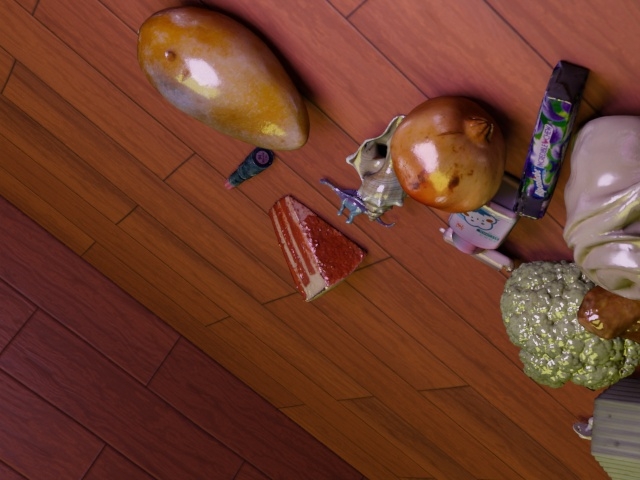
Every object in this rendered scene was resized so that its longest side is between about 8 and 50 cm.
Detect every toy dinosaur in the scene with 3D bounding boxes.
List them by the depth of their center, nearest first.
[{"bbox_3d":[0.078,-0.078,1.856,0.197,0.045,0.080,33,142,8],"label":"toy dinosaur"}]

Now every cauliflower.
[{"bbox_3d":[0.518,0.164,1.666,0.272,0.275,0.250,-16,168,24],"label":"cauliflower"}]

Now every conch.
[{"bbox_3d":[0.124,-0.144,1.655,0.137,0.114,0.233,8,109,22],"label":"conch"}]

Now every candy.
[{"bbox_3d":[0.381,-0.158,1.372,0.061,0.088,0.312,19,149,15],"label":"candy"}]

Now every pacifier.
[{"bbox_3d":[0.695,0.479,2.120,0.083,0.068,0.064,14,117,-2],"label":"pacifier"}]

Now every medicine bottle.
[{"bbox_3d":[0.319,-0.049,1.602,0.119,0.094,0.188,30,152,8],"label":"medicine bottle"}]

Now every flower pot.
[{"bbox_3d":[0.734,0.427,1.817,0.190,0.209,0.239,-5,136,50],"label":"flower pot"}]

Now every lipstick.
[{"bbox_3d":[-0.181,-0.163,1.980,0.053,0.053,0.234,39,153,-12],"label":"lipstick"}]

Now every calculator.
[{"bbox_3d":[0.328,0.018,1.732,0.175,0.032,0.100,30,179,5],"label":"calculator"}]

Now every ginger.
[{"bbox_3d":[0.618,0.128,1.477,0.322,0.172,0.165,5,120,6],"label":"ginger"}]

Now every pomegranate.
[{"bbox_3d":[0.226,-0.149,1.439,0.209,0.209,0.209,25,151,15],"label":"pomegranate"}]

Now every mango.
[{"bbox_3d":[-0.178,-0.308,1.585,0.384,0.198,0.221,34,153,-4],"label":"mango"}]

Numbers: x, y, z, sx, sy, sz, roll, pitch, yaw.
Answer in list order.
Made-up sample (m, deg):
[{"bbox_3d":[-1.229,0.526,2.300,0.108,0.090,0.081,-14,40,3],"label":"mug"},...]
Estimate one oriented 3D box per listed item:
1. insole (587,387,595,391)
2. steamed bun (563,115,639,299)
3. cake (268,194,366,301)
[{"bbox_3d":[0.542,0.295,1.850,0.119,0.009,0.348,33,-176,34],"label":"insole"},{"bbox_3d":[0.528,-0.024,1.264,0.368,0.255,0.342,41,154,-12],"label":"steamed bun"},{"bbox_3d":[0.000,0.000,2.058,0.158,0.160,0.261,-37,73,61],"label":"cake"}]
